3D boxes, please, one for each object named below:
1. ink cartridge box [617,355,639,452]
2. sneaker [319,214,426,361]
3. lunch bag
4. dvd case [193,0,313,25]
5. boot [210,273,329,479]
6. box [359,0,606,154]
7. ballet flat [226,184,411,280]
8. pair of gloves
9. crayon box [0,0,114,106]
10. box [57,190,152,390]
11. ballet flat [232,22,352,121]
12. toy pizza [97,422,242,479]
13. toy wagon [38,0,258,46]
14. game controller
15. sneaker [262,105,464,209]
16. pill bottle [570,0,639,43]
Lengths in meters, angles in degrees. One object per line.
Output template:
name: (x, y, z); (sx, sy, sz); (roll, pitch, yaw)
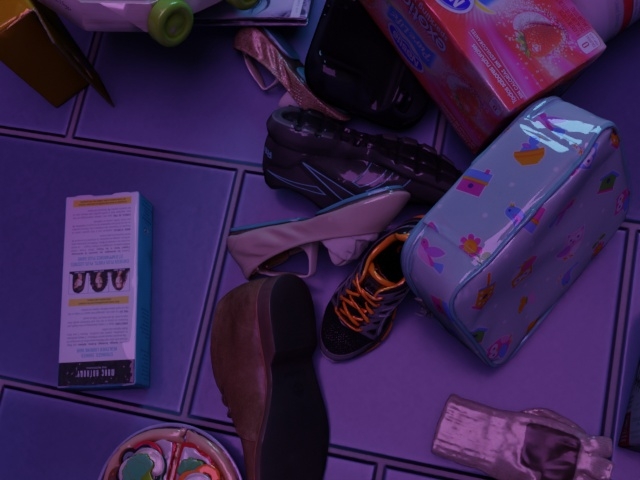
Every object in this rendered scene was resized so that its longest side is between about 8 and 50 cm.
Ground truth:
ink cartridge box: (0.416, 0.155, 0.933); (0.127, 0.128, 0.176); (16, 78, 12)
sneaker: (0.061, 0.057, 1.013); (0.084, 0.083, 0.215); (39, 108, 15)
lunch bag: (0.220, -0.002, 0.958); (0.279, 0.224, 0.108); (-47, 54, -5)
dvd case: (-0.114, -0.344, 1.160); (0.221, 0.018, 0.165); (3, 50, 9)
boot: (-0.067, 0.198, 1.026); (0.115, 0.112, 0.305); (-10, 78, 37)
box: (0.162, -0.273, 0.997); (0.142, 0.154, 0.300); (-34, 83, -11)
ballet flat: (0.000, 0.000, 1.032); (0.248, 0.086, 0.086); (-14, 73, 29)
pair of gloves: (0.217, 0.305, 0.970); (0.204, 0.042, 0.240); (10, 79, 7)
crayon box: (-0.412, -0.311, 1.133); (0.081, 0.202, 0.318); (-36, 73, -1)
box: (-0.269, 0.065, 1.090); (0.100, 0.060, 0.244); (-4, 75, 8)
ballet flat: (-0.042, -0.212, 1.135); (0.206, 0.073, 0.067); (50, 114, 19)
toy pizza: (-0.183, 0.317, 1.014); (0.201, 0.032, 0.201); (-3, 78, 16)
toy wagon: (-0.195, -0.367, 1.103); (0.267, 0.068, 0.344); (34, 53, 28)
game controller: (0.094, -0.304, 1.109); (0.166, 0.067, 0.319); (19, 74, -2)
sneaker: (0.055, -0.082, 1.076); (0.267, 0.101, 0.106); (18, 118, 0)
pill bottle: (0.406, -0.419, 1.030); (0.407, 0.229, 0.229); (-34, 74, -2)
